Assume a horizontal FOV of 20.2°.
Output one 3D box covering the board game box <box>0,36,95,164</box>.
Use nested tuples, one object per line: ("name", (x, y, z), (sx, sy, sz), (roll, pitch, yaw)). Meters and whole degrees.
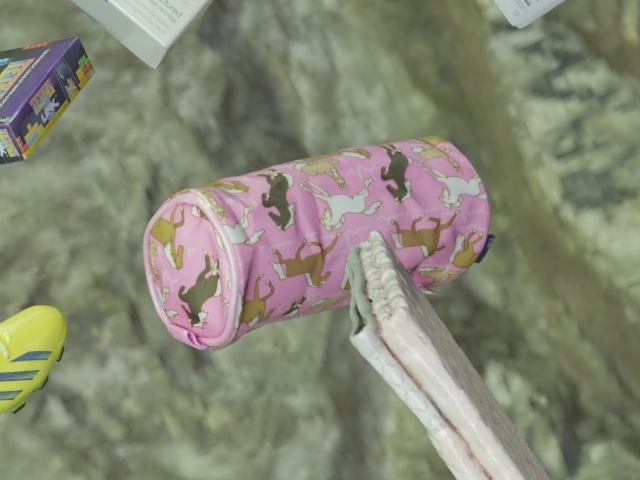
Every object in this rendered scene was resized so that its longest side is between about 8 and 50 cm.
("board game box", (-0.328, -0.136, 1.821), (0.048, 0.141, 0.170), (66, -149, -29))

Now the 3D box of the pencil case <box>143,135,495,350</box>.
("pencil case", (0.000, 0.000, 1.841), (0.386, 0.160, 0.167), (-13, -109, -41))

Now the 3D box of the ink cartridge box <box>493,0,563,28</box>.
("ink cartridge box", (0.231, -0.355, 1.472), (0.072, 0.304, 0.307), (44, -162, -41))

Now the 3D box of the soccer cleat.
("soccer cleat", (-0.404, 0.152, 1.960), (0.093, 0.289, 0.121), (39, 157, 45))

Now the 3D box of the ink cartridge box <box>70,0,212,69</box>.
("ink cartridge box", (-0.142, -0.286, 1.665), (0.148, 0.203, 0.086), (39, 165, -5))

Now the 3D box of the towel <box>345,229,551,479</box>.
("towel", (0.122, 0.155, 1.456), (0.317, 0.053, 0.332), (55, -175, -9))
